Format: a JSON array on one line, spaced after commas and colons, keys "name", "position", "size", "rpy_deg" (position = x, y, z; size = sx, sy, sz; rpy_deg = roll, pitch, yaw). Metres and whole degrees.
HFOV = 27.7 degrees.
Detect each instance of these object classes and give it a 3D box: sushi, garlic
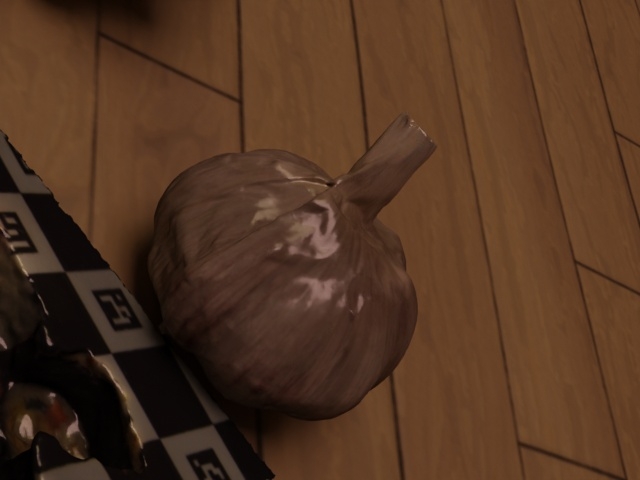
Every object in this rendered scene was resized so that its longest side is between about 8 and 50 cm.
[{"name": "sushi", "position": [-0.205, 0.083, 0.739], "size": [0.339, 0.069, 0.320], "rpy_deg": [52, 22, -1]}, {"name": "garlic", "position": [0.000, 0.000, 0.898], "size": [0.218, 0.212, 0.218], "rpy_deg": [35, 28, -22]}]
